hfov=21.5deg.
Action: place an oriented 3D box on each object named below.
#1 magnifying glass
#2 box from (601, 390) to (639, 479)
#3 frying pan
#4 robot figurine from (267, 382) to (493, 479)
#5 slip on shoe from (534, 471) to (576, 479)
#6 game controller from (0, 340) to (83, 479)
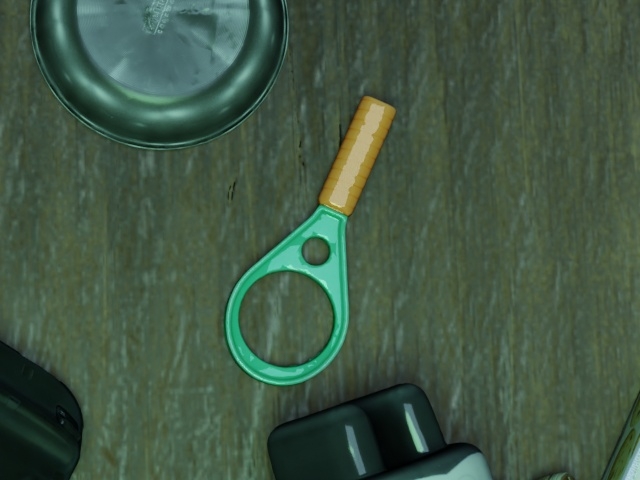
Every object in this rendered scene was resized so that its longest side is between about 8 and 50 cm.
[{"bbox_3d":[0.000,0.000,1.270,0.092,0.026,0.231,24,80,-3],"label":"magnifying glass"},{"bbox_3d":[0.299,0.073,1.275,0.063,0.067,0.324,26,82,-3],"label":"box"},{"bbox_3d":[-0.166,-0.212,1.270,0.326,0.053,0.197,44,79,-3],"label":"frying pan"},{"bbox_3d":[0.057,0.246,1.174,0.209,0.173,0.278,-19,85,-2],"label":"robot figurine"},{"bbox_3d":[0.188,0.240,1.255,0.041,0.051,0.135,-21,95,31],"label":"slip on shoe"},{"bbox_3d":[-0.300,0.106,1.130,0.319,0.067,0.166,37,59,-27],"label":"game controller"}]
